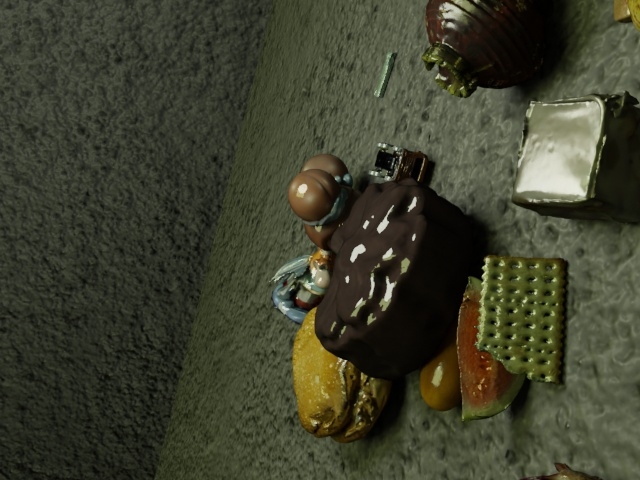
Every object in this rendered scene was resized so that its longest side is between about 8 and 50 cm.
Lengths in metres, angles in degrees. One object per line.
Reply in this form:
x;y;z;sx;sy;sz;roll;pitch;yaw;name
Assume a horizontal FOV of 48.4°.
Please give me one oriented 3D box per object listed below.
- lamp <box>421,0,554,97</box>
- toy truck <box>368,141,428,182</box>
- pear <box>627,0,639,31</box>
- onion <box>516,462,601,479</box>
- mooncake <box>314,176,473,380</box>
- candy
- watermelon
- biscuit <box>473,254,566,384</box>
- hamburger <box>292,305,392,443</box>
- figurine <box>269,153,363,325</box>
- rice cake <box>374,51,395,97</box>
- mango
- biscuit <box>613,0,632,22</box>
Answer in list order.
0.294;-0.375;1.291;0.247;0.247;0.246;-169;90;-67;lamp
0.179;-0.176;1.640;0.192;0.092;0.083;-138;62;-72;toy truck
0.488;-0.337;0.914;0.178;0.178;0.178;-169;90;-67;pear
0.304;0.490;0.968;0.267;0.159;0.348;172;109;-68;onion
0.140;0.058;1.402;0.350;0.212;0.381;-45;27;39;mooncake
0.394;-0.124;1.064;0.195;0.137;0.184;7;86;65;candy
0.285;0.185;1.195;0.063;0.119;0.245;152;124;-75;watermelon
0.323;0.122;1.155;0.144;0.016;0.203;4;78;22;biscuit
0.051;0.302;1.611;0.314;0.170;0.289;-103;30;-42;hamburger
0.001;0.000;1.801;0.276;0.248;0.388;-72;6;-67;figurine
0.169;-0.433;1.859;0.022;0.022;0.121;36;113;54;rice cake
0.238;0.226;1.328;0.102;0.085;0.184;5;79;64;mango
0.513;-0.431;1.054;0.238;0.041;0.212;-59;32;36;biscuit
